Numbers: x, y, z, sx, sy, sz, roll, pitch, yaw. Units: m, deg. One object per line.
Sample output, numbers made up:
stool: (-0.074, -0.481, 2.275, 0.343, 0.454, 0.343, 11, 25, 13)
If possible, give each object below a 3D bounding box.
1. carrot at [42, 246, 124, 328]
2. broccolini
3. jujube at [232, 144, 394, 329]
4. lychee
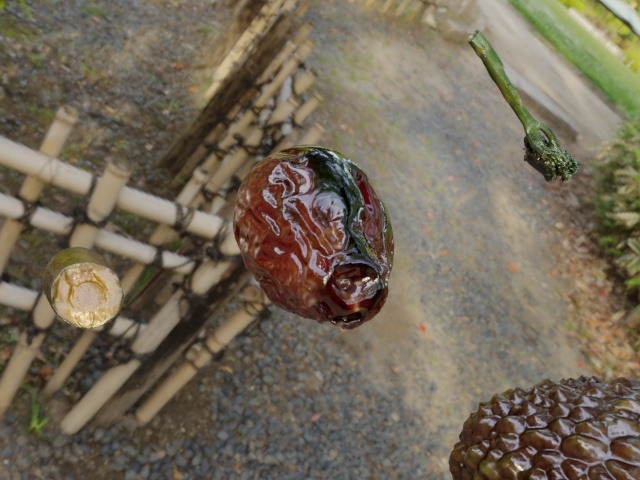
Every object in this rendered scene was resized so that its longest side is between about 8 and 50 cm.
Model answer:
carrot: (-0.265, 0.050, 0.885, 0.082, 0.082, 0.173, 32, -10, -21)
broccolini: (0.263, -0.175, 1.035, 0.254, 0.071, 0.057, 53, 31, -30)
jujube: (0.000, 0.000, 0.774, 0.168, 0.168, 0.236, 30, 13, -24)
lychee: (0.236, 0.216, 0.638, 0.271, 0.235, 0.236, 22, 21, 14)
